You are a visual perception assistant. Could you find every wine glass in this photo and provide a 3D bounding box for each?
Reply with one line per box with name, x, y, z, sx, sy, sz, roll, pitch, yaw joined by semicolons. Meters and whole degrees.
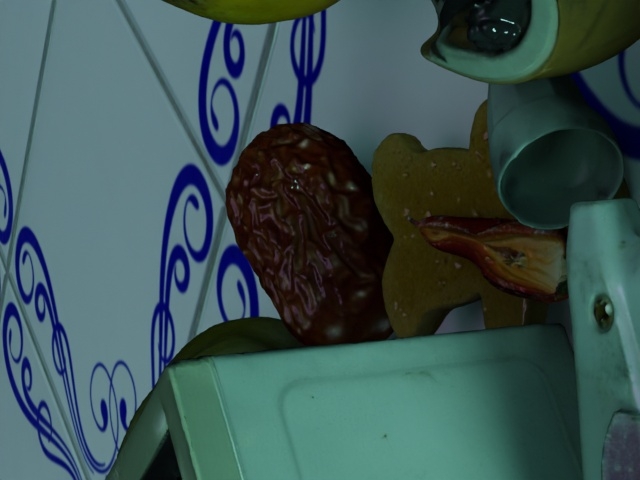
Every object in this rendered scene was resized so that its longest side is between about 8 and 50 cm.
wine glass;0.122;-0.084;1.055;0.155;0.073;0.073;-99;22;-46

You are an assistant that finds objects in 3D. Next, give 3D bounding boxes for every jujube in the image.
jujube;0.000;0.000;1.320;0.176;0.109;0.112;62;-177;27

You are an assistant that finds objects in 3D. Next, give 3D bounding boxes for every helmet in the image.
helmet;0.131;-0.191;0.983;0.198;0.130;0.224;143;127;-60

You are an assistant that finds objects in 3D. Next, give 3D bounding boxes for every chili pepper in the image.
chili pepper;0.107;0.006;1.098;0.178;0.027;0.045;15;99;56

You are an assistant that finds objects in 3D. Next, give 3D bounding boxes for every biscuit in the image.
biscuit;0.111;-0.010;1.147;0.240;0.035;0.158;-6;88;57

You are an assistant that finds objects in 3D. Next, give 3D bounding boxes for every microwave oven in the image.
microwave oven;0.045;0.257;1.040;0.218;0.286;0.355;122;136;-52

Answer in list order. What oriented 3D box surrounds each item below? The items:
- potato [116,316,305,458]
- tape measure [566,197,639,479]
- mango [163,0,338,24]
potato;-0.051;0.189;1.351;0.351;0.202;0.218;-109;15;-56
tape measure;0.206;0.096;0.866;0.246;0.125;0.243;175;91;-65
mango;-0.083;-0.361;1.259;0.446;0.232;0.300;70;156;16
